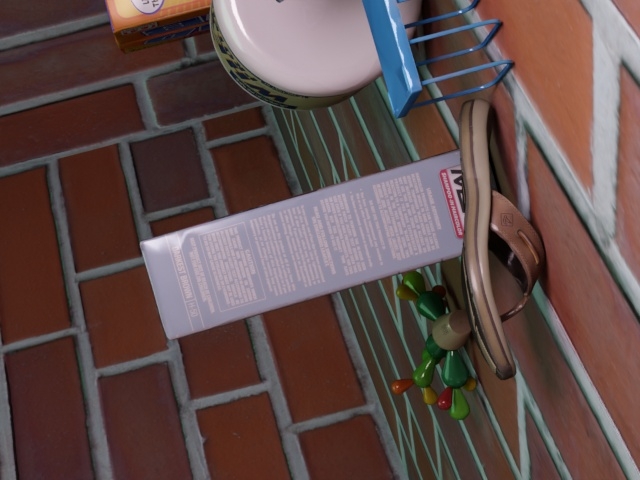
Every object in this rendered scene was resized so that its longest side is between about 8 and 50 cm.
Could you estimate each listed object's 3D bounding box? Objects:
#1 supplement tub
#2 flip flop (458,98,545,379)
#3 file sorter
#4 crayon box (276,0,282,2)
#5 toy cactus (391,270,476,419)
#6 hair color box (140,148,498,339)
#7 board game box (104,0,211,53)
[{"bbox_3d":[-0.015,-0.278,1.621,0.325,0.235,0.235,-171,65,-84],"label":"supplement tub"},{"bbox_3d":[0.176,-0.004,1.312,0.112,0.080,0.277,75,-167,-74],"label":"flip flop"},{"bbox_3d":[0.102,-0.218,1.264,0.118,0.105,0.170,116,139,-83],"label":"file sorter"},{"bbox_3d":[0.009,-0.371,1.166,0.083,0.203,0.323,43,163,15],"label":"crayon box"},{"bbox_3d":[0.156,0.132,1.836,0.180,0.112,0.219,117,147,-68],"label":"toy cactus"},{"bbox_3d":[0.000,0.000,1.485,0.185,0.375,0.113,-175,69,-85],"label":"hair color box"},{"bbox_3d":[-0.180,-0.510,2.039,0.356,0.356,0.356,-154,50,-83],"label":"board game box"}]
